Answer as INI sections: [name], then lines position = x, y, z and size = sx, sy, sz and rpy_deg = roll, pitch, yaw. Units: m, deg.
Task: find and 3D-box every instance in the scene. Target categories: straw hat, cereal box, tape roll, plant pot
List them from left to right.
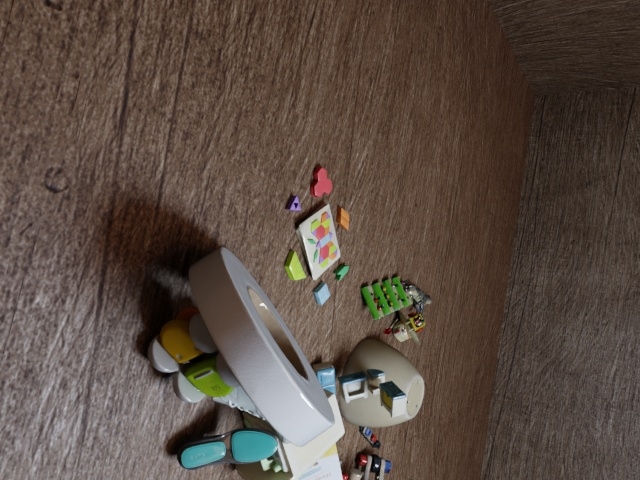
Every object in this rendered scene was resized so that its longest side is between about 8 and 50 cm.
[tape roll]
position = -0.105, 0.189, 0.855
size = 0.072, 0.392, 0.392
rpy_deg = -33, 128, -4
[cereal box]
position = -0.027, 0.646, 1.220
size = 0.173, 0.047, 0.240
rpy_deg = -18, 112, -18
[plant pot]
position = 0.217, 0.472, 1.461
size = 0.284, 0.191, 0.283
rpy_deg = -10, 103, -52
[straw hat]
position = 0.291, 0.324, 1.638
size = 0.061, 0.144, 0.144
rpy_deg = -29, 126, -4

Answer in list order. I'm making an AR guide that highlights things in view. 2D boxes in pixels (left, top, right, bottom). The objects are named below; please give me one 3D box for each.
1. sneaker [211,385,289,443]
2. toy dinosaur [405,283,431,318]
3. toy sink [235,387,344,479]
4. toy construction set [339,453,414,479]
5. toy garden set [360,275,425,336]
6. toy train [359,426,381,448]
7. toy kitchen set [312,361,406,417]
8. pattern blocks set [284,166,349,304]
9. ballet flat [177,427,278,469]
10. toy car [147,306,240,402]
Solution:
[sneaker]
position = -0.157, 0.324, 0.957
size = 0.121, 0.099, 0.262
rpy_deg = -32, 78, -29
[toy dinosaur]
position = 0.384, 0.245, 1.760
size = 0.268, 0.064, 0.118
rpy_deg = 30, 65, -54
[toy sink]
position = -0.085, 0.445, 1.070
size = 0.234, 0.153, 0.131
rpy_deg = -29, 113, -37
[toy construction set]
position = 0.131, 0.822, 1.409
size = 0.309, 0.257, 0.237
rpy_deg = 22, 90, -32
[toy garden set]
position = 0.256, 0.224, 1.513
size = 0.244, 0.049, 0.203
rpy_deg = -9, 73, -52
[toy train]
position = 0.172, 0.673, 1.560
size = 0.027, 0.036, 0.158
rpy_deg = -59, 137, -30
[toy kitchen set]
position = 0.103, 0.408, 1.250
size = 0.207, 0.166, 0.122
rpy_deg = -9, 104, -18
[pattern blocks set]
position = 0.000, 0.000, 1.236
size = 0.285, 0.026, 0.324
rpy_deg = -54, 135, -33
[ballet flat]
position = -0.193, 0.429, 0.954
size = 0.203, 0.074, 0.074
rpy_deg = 0, 97, -20
[toy car]
position = -0.218, 0.207, 0.870
size = 0.182, 0.159, 0.136
rpy_deg = 57, 22, -13
